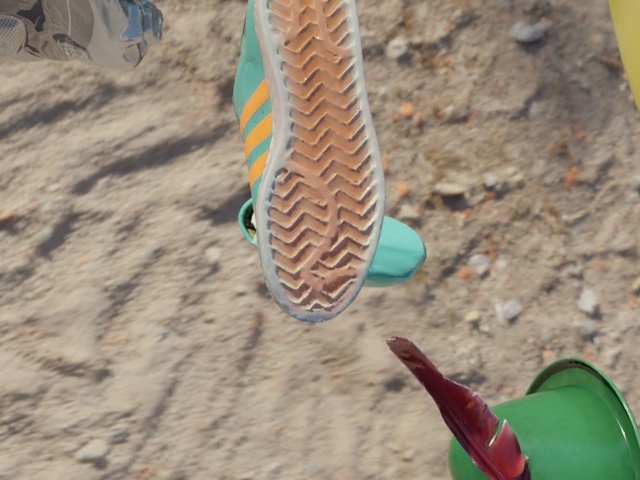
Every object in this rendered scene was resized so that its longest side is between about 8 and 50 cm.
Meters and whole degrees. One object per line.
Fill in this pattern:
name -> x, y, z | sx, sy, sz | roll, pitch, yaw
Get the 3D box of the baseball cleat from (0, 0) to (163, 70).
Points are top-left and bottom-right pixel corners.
baseball cleat -> -0.125, -0.116, 0.472 | 0.109, 0.206, 0.072 | -3, 66, 6

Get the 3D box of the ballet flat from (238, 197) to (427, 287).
ballet flat -> 0.000, 0.000, 1.410 | 0.087, 0.247, 0.083 | 3, 99, -47

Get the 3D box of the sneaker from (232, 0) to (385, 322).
sneaker -> -0.014, -0.083, 1.081 | 0.108, 0.121, 0.302 | -1, 88, -14

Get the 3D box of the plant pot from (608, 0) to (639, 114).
plant pot -> 0.286, -0.155, 0.747 | 0.212, 0.212, 0.187 | 15, 63, -2

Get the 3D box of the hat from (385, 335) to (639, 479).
hat -> 0.096, 0.160, 0.851 | 0.183, 0.173, 0.208 | -1, 89, -22
